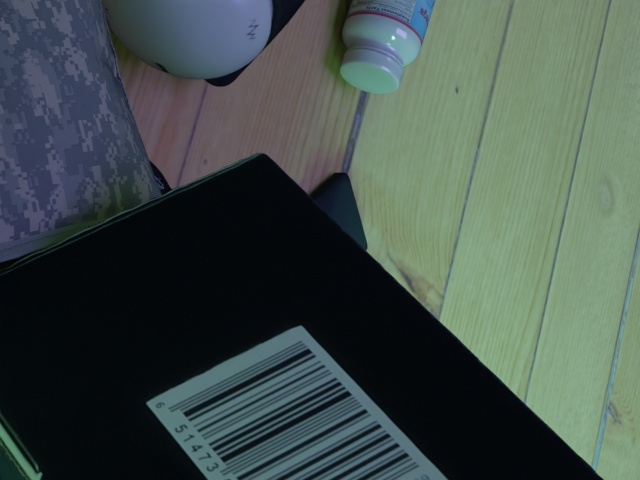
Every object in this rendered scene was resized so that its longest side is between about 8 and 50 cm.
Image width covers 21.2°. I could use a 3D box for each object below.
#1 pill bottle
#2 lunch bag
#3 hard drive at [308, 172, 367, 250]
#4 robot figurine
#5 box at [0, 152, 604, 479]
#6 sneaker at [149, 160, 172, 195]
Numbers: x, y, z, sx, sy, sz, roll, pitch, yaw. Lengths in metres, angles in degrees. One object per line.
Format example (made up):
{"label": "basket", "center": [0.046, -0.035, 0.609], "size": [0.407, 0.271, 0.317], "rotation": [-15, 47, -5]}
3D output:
{"label": "pill bottle", "center": [0.073, -0.242, 1.828], "size": [0.087, 0.087, 0.160], "rotation": [41, 59, -48]}
{"label": "lunch bag", "center": [-0.249, -0.093, 1.267], "size": [0.287, 0.169, 0.235], "rotation": [-16, 89, -54]}
{"label": "hard drive", "center": [0.000, 0.000, 1.788], "size": [0.135, 0.022, 0.094], "rotation": [-42, 125, -46]}
{"label": "robot figurine", "center": [-0.085, -0.266, 1.532], "size": [0.209, 0.173, 0.278], "rotation": [47, 50, -16]}
{"label": "box", "center": [-0.014, 0.285, 1.190], "size": [0.297, 0.480, 0.471], "rotation": [-26, 138, -23]}
{"label": "sneaker", "center": [-0.116, -0.012, 1.562], "size": [0.051, 0.089, 0.170], "rotation": [-56, 134, -38]}
